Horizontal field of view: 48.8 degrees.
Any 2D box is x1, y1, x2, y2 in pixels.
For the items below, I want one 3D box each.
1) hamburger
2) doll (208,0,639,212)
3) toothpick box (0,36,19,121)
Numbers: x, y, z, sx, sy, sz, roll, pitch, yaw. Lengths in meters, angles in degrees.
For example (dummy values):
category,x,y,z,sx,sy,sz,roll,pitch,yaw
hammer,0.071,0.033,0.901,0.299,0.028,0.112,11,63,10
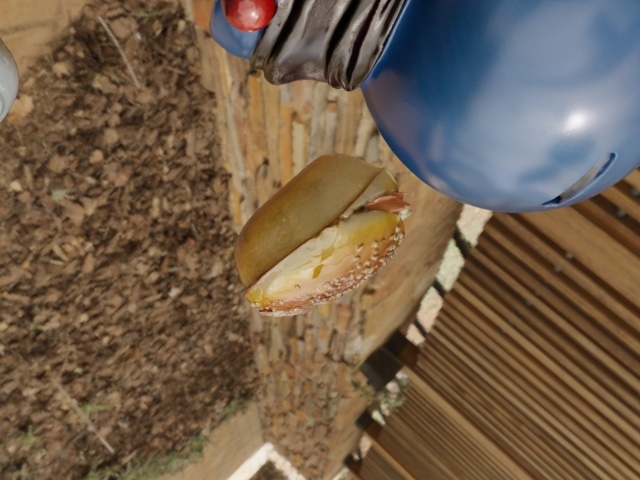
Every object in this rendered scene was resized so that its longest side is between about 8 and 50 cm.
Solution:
category,x,y,z,sx,sy,sz,roll,pitch,yaw
hamburger,-0.001,0.000,0.830,0.237,0.147,0.237,-43,173,-6
doll,0.094,-0.149,0.445,0.284,0.309,0.240,126,-22,-59
toothpick box,-0.399,-0.196,0.445,0.263,0.355,0.263,-30,-177,2
